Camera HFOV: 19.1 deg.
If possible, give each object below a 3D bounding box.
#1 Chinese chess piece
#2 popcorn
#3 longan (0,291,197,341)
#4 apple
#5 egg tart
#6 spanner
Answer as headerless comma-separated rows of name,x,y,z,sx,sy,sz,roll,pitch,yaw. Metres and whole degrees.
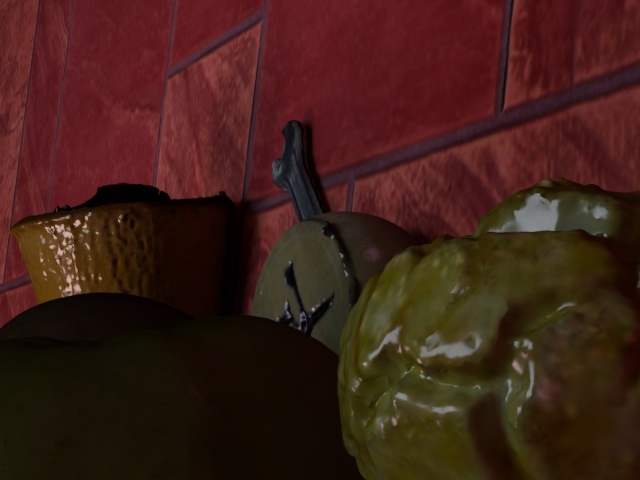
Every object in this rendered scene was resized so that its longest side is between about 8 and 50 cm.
Chinese chess piece,0.014,0.073,1.357,0.188,0.083,0.188,-19,68,59
popcorn,0.110,0.069,0.951,0.221,0.204,0.183,-30,52,47
longan,-0.175,0.190,1.532,0.319,0.319,0.318,-171,90,-70
apple,-0.133,0.265,1.167,0.473,0.474,0.473,-171,90,-70
egg tart,-0.179,0.031,1.776,0.215,0.215,0.170,171,93,-70
spanner,0.000,0.000,1.543,0.302,0.017,0.071,-111,35,-53
